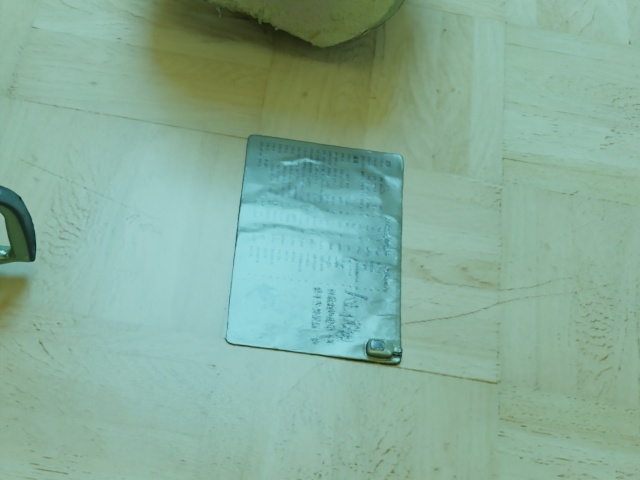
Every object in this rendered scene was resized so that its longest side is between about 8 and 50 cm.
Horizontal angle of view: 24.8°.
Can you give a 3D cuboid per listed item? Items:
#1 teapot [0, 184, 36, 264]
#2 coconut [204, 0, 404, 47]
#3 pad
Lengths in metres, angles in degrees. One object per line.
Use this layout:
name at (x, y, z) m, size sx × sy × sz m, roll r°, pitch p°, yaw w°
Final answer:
teapot at (-0.330, -0.004, 1.239) m, size 0.149 × 0.108 × 0.111 m, roll 21°, pitch 51°, yaw 8°
coconut at (-0.012, -0.370, 1.505) m, size 0.297 × 0.297 × 0.254 m, roll 8°, pitch 50°, yaw -4°
pad at (0.000, 0.000, 1.366) m, size 0.159 × 0.009 × 0.265 m, roll 7°, pitch 48°, yaw -4°
